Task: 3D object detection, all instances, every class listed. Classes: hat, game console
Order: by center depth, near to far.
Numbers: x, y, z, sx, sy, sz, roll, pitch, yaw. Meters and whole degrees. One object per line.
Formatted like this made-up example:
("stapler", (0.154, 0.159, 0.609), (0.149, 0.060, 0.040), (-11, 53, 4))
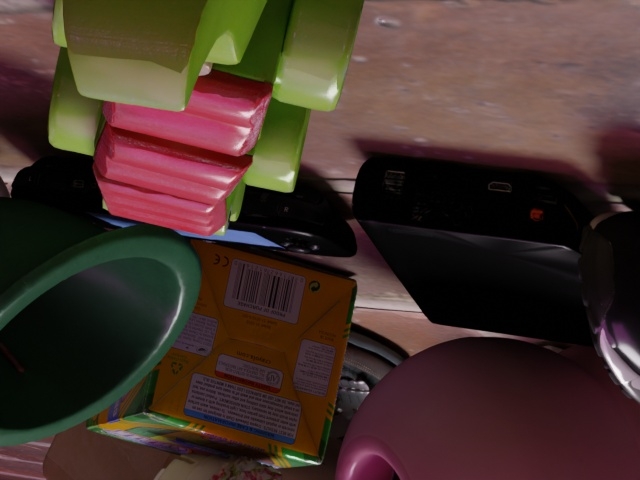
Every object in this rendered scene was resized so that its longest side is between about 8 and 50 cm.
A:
("hat", (-0.196, -0.004, 0.946), (0.183, 0.173, 0.208), (48, -177, 25))
("game console", (0.000, 0.000, 0.959), (0.361, 0.044, 0.213), (8, 164, 18))

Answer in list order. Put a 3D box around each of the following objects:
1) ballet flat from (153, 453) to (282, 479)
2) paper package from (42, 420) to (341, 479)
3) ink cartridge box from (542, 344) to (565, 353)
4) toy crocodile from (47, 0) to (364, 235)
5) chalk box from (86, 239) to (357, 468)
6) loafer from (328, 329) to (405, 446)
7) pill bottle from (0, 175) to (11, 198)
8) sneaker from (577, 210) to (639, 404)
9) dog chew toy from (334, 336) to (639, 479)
("ballet flat", (-0.084, 0.188, 1.142), (0.077, 0.091, 0.241), (38, 160, 0))
("paper package", (-0.036, 0.255, 1.450), (0.309, 0.168, 0.325), (25, -171, -42))
("ink cartridge box", (0.217, 0.152, 1.259), (0.208, 0.087, 0.153), (17, 165, -21))
("toy crocodile", (-0.056, -0.058, 0.667), (0.115, 0.105, 0.340), (13, 166, -5))
("chalk box", (-0.081, 0.088, 1.169), (0.132, 0.132, 0.213), (17, 164, -17))
("loafer", (0.030, 0.136, 1.350), (0.096, 0.084, 0.267), (5, 164, 23))
("pill bottle", (-0.281, -0.002, 1.044), (0.108, 0.108, 0.193), (21, 163, -32))
("sneaker", (0.248, 0.037, 0.842), (0.124, 0.107, 0.283), (-21, 151, 38))
("dog chew toy", (0.178, 0.153, 1.062), (0.331, 0.207, 0.206), (-7, 175, -28))
